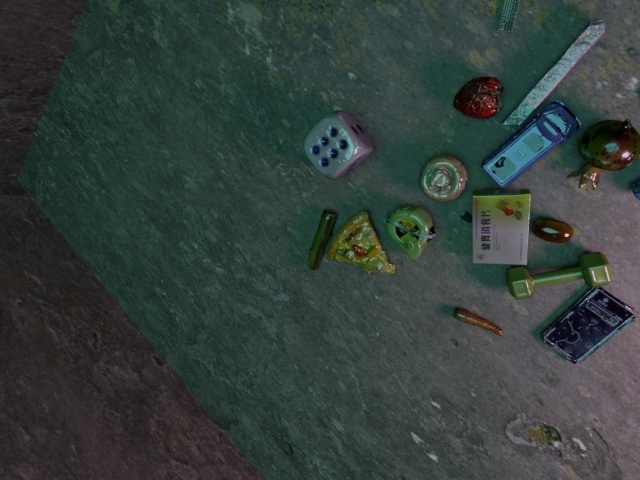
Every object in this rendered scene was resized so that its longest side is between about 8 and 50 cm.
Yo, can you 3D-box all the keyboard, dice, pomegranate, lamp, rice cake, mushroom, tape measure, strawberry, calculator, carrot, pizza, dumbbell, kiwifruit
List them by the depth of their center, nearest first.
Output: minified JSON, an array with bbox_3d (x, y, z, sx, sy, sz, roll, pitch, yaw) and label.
[{"bbox_3d":[0.838,-0.252,1.194,0.156,0.156,0.220,29,117,15],"label":"pomegranate"},{"bbox_3d":[0.706,-0.494,1.225,0.056,0.073,0.365,40,117,7],"label":"rice cake"},{"bbox_3d":[0.588,-0.720,1.246,0.049,0.015,0.129,15,111,20],"label":"keyboard"},{"bbox_3d":[0.511,-0.462,1.297,0.148,0.131,0.131,9,109,14],"label":"strawberry"},{"bbox_3d":[0.769,-0.032,1.331,0.125,0.075,0.075,18,112,15],"label":"kiwifruit"},{"bbox_3d":[0.788,0.122,1.344,0.302,0.108,0.121,-15,100,28],"label":"dumbbell"},{"bbox_3d":[0.916,0.295,1.381,0.166,0.028,0.274,37,116,11],"label":"calculator"},{"bbox_3d":[0.429,-0.215,1.403,0.166,0.127,0.166,7,112,17],"label":"mushroom"},{"bbox_3d":[0.560,-0.106,1.428,0.054,0.041,0.121,41,120,0],"label":"lamp"},{"bbox_3d":[0.067,-0.353,1.493,0.193,0.192,0.194,-36,86,27],"label":"dice"},{"bbox_3d":[0.338,-0.047,1.507,0.200,0.106,0.175,47,132,8],"label":"tape measure"},{"bbox_3d":[0.600,0.310,1.525,0.191,0.047,0.047,22,113,13],"label":"carrot"},{"bbox_3d":[0.186,0.040,1.618,0.288,0.075,0.279,37,117,11],"label":"pizza"}]

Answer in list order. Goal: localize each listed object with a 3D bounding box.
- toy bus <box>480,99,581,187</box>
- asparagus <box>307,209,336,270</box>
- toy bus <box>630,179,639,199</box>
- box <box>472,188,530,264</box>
[{"bbox_3d":[0.659,-0.301,1.267,0.125,0.133,0.292,49,118,6],"label":"toy bus"},{"bbox_3d":[0.001,0.000,1.702,0.067,0.060,0.277,20,113,-2],"label":"asparagus"},{"bbox_3d":[0.992,-0.164,1.160,0.051,0.061,0.153,35,152,-19],"label":"toy bus"},{"bbox_3d":[0.615,-0.044,1.378,0.175,0.062,0.260,0,116,23],"label":"box"}]
